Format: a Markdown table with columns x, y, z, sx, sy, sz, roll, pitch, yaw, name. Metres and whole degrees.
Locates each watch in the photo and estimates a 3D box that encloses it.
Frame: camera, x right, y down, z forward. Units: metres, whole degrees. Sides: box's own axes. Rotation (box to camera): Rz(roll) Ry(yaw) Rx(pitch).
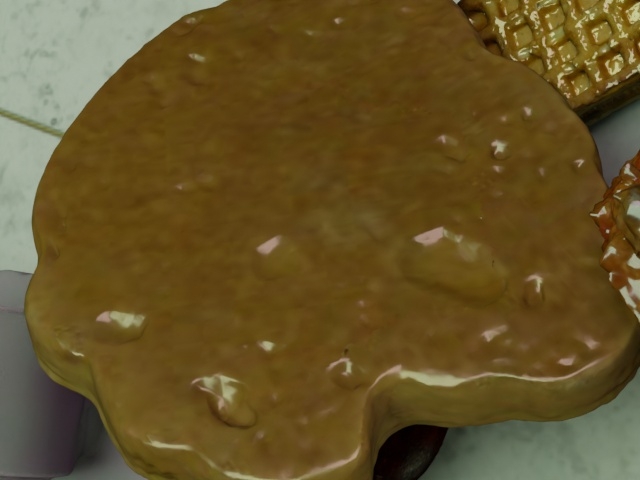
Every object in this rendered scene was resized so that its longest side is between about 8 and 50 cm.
| x | y | z | sx | sy | sz | roll | pitch | yaw | name |
| --- | --- | --- | --- | --- | --- | --- | --- | --- | --- |
| -0.213 | 0.104 | 1.089 | 0.248 | 0.217 | 0.211 | 7 | 87 | 33 | watch |

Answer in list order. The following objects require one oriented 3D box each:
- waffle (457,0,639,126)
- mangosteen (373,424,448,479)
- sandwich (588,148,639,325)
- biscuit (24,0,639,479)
| x | y | z | sx | sy | sz | roll | pitch | yaw | name |
| --- | --- | --- | --- | --- | --- | --- | --- | --- | --- |
| 0.156 | -0.122 | 0.993 | 0.148 | 0.042 | 0.102 | -28 | 70 | 26 | waffle |
| -0.004 | 0.100 | 1.003 | 0.166 | 0.166 | 0.180 | 13 | 114 | 33 | mangosteen |
| 0.231 | 0.018 | 0.843 | 0.292 | 0.212 | 0.109 | 50 | 127 | 8 | sandwich |
| 0.000 | 0.000 | 0.926 | 0.312 | 0.057 | 0.351 | -37 | 54 | -14 | biscuit |
